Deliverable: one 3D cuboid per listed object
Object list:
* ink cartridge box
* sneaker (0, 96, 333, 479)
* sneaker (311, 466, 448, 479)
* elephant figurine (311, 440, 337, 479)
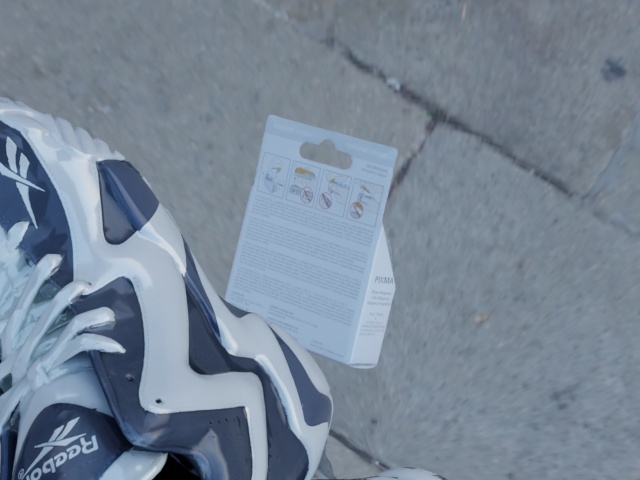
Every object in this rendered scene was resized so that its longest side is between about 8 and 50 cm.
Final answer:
[{"bbox_3d":[0.000,0.000,1.663,0.189,0.066,0.232,18,94,37],"label":"ink cartridge box"},{"bbox_3d":[-0.101,0.046,0.597,0.094,0.153,0.235,-38,104,22],"label":"sneaker"},{"bbox_3d":[-0.015,0.235,0.695,0.106,0.162,0.281,4,79,32],"label":"sneaker"},{"bbox_3d":[-0.065,0.163,1.066,0.169,0.239,0.186,16,103,-17],"label":"elephant figurine"}]
